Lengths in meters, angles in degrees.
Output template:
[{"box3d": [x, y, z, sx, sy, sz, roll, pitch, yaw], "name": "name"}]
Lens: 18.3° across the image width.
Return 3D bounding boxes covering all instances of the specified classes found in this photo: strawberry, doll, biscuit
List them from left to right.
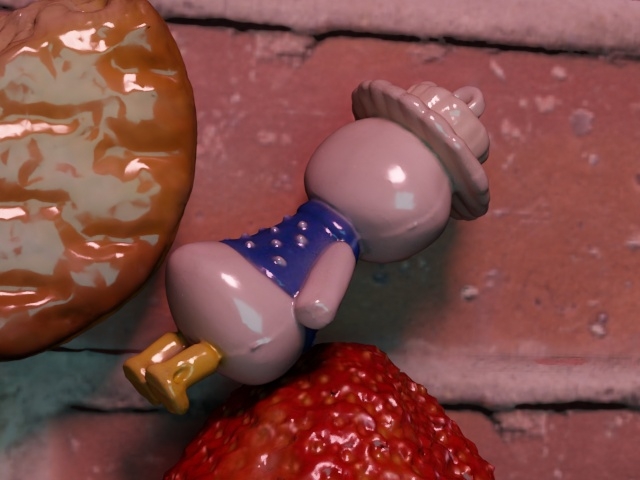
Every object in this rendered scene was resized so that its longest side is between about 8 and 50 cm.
[{"box3d": [-0.207, -0.032, 1.210, 0.274, 0.091, 0.213, -14, 97, -17], "name": "biscuit"}, {"box3d": [-0.002, 0.204, 1.239, 0.239, 0.250, 0.288, -6, 73, 16], "name": "strawberry"}, {"box3d": [0.000, 0.000, 1.249, 0.293, 0.138, 0.119, -43, 117, -17], "name": "doll"}]
